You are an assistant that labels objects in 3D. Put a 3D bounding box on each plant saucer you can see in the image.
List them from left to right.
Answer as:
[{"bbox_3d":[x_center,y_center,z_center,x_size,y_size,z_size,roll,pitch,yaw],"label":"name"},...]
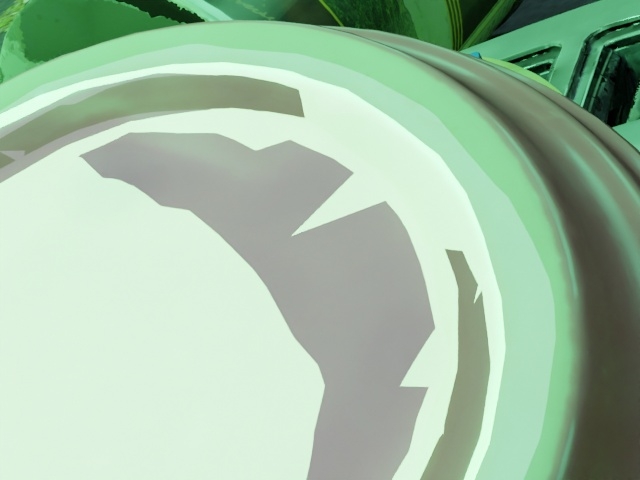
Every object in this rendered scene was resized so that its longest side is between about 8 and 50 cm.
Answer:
[{"bbox_3d":[-0.044,0.058,0.457,0.332,0.084,0.332,-11,53,15],"label":"plant saucer"}]

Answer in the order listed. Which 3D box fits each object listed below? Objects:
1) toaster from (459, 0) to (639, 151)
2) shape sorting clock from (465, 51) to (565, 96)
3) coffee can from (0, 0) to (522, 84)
[{"bbox_3d":[0.121,-0.019,0.660,0.168,0.110,0.185,-15,28,29],"label":"toaster"},{"bbox_3d":[0.000,0.000,0.592,0.206,0.040,0.206,-18,32,12],"label":"shape sorting clock"},{"bbox_3d":[-0.019,-0.126,0.918,0.202,0.201,0.275,-8,32,40],"label":"coffee can"}]
